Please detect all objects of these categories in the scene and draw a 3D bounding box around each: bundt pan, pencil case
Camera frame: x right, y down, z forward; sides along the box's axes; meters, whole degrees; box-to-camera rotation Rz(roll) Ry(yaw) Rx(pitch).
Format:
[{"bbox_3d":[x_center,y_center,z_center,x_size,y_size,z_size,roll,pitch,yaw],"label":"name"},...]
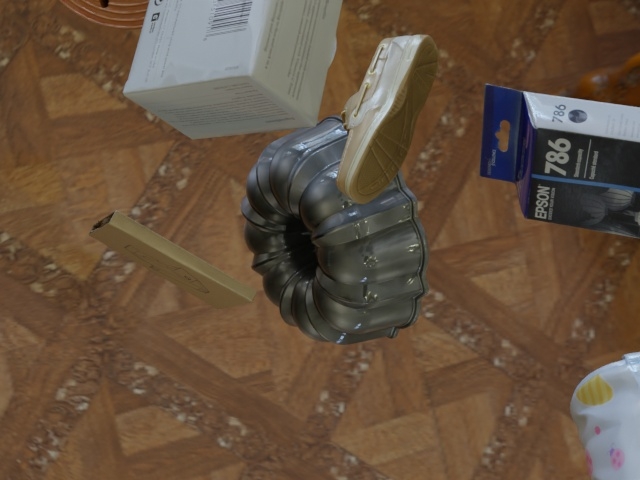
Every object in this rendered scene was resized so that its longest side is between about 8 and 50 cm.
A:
[{"bbox_3d":[0.000,0.000,1.521,0.124,0.330,0.331,-20,94,-32],"label":"bundt pan"},{"bbox_3d":[0.251,0.213,0.763,0.124,0.113,0.273,54,25,-45],"label":"pencil case"}]

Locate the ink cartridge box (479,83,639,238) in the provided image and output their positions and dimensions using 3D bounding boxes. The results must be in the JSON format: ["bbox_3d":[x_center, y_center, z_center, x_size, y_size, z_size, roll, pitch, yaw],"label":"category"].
[{"bbox_3d":[0.342,-0.080,1.267,0.332,0.165,0.065,11,53,15],"label":"ink cartridge box"}]

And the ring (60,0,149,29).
[{"bbox_3d":[-0.239,-0.433,1.364,0.032,0.336,0.337,-21,96,-62],"label":"ring"}]

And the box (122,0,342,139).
[{"bbox_3d":[-0.088,-0.215,1.158,0.119,0.181,0.181,33,62,-48],"label":"box"}]

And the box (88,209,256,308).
[{"bbox_3d":[-0.191,0.028,1.392,0.201,0.164,0.021,32,75,-15],"label":"box"}]

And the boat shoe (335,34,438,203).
[{"bbox_3d":[0.050,-0.111,0.989,0.170,0.059,0.063,-64,144,-18],"label":"boat shoe"}]
